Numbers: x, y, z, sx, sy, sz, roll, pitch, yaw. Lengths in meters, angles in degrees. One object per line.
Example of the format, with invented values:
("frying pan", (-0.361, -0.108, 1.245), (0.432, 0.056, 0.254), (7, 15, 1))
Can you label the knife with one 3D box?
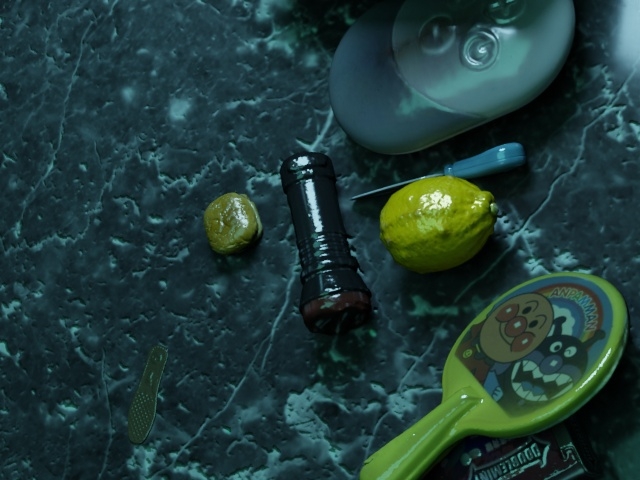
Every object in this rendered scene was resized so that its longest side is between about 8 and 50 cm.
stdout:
("knife", (0.137, -0.078, 1.904), (0.244, 0.058, 0.032), (-14, 91, 25))

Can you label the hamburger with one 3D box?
("hamburger", (-0.117, -0.022, 2.036), (0.076, 0.044, 0.083), (-36, 65, 17))

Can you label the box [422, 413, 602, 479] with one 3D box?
("box", (0.197, 0.265, 1.772), (0.224, 0.069, 0.120), (-33, 63, 18))

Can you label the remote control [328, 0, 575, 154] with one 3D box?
("remote control", (0.157, -0.231, 1.907), (0.332, 0.103, 0.221), (-24, 58, 23))

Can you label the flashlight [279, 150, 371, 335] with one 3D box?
("flashlight", (0.000, 0.000, 1.948), (0.093, 0.093, 0.232), (-24, 62, 21))

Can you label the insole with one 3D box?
("insole", (-0.231, 0.205, 2.061), (0.045, 0.002, 0.135), (11, 82, 30))

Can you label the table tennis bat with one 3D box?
("table tennis bat", (0.190, 0.168, 1.751), (0.369, 0.054, 0.224), (-40, 33, -1))

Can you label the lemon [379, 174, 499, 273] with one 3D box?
("lemon", (0.141, -0.021, 1.853), (0.155, 0.114, 0.114), (-20, 68, 23))
